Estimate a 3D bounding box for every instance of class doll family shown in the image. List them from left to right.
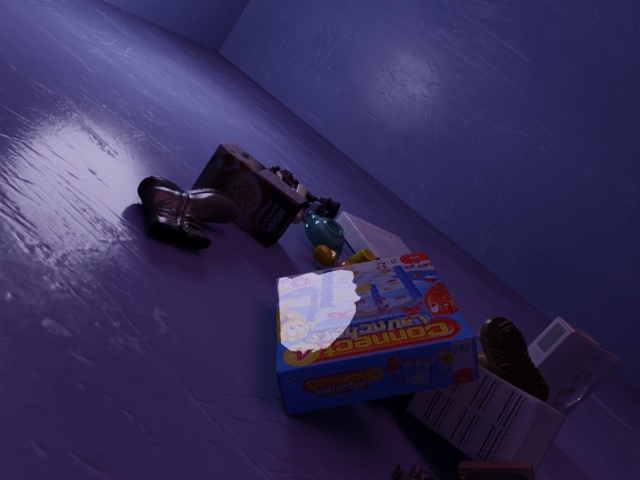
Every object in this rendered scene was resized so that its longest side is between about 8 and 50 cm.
[{"bbox_3d":[0.180,0.406,0.817,0.111,0.076,0.193,29,15,-10],"label":"doll family"}]

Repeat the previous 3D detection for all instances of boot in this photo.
[{"bbox_3d":[-0.260,-0.037,1.129,0.247,0.083,0.161,12,36,-43],"label":"boot"},{"bbox_3d":[0.358,0.267,1.236,0.236,0.089,0.269,60,-22,-11],"label":"boot"}]

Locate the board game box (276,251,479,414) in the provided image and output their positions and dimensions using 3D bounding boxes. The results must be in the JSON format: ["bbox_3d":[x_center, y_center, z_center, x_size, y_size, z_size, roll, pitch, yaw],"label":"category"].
[{"bbox_3d":[0.078,0.146,0.951,0.308,0.086,0.302,-11,24,-1],"label":"board game box"}]

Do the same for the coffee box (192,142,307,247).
[{"bbox_3d":[-0.177,-0.118,1.366,0.246,0.141,0.098,38,16,4],"label":"coffee box"}]

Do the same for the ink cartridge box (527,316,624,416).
[{"bbox_3d":[0.592,0.356,1.383,0.261,0.296,0.066,27,20,-33],"label":"ink cartridge box"}]

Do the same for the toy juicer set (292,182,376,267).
[{"bbox_3d":[0.000,0.000,1.524,0.329,0.089,0.209,46,30,0],"label":"toy juicer set"}]

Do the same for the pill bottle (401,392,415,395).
[{"bbox_3d":[0.190,0.244,1.122,0.265,0.153,0.153,17,26,-47],"label":"pill bottle"}]

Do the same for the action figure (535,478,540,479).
[{"bbox_3d":[0.407,0.503,1.041,0.232,0.063,0.137,33,20,-3],"label":"action figure"}]

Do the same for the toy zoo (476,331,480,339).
[{"bbox_3d":[0.678,0.417,1.851,0.293,0.030,0.192,46,19,27],"label":"toy zoo"}]

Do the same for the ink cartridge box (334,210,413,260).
[{"bbox_3d":[0.235,0.061,1.844,0.324,0.071,0.330,22,25,-42],"label":"ink cartridge box"}]

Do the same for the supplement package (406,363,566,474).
[{"bbox_3d":[0.314,0.327,1.019,0.203,0.149,0.194,28,-4,42],"label":"supplement package"}]

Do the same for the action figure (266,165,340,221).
[{"bbox_3d":[-0.080,-0.154,1.747,0.285,0.099,0.185,38,24,17],"label":"action figure"}]

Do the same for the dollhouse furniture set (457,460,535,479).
[{"bbox_3d":[0.283,0.434,0.815,0.123,0.144,0.151,-3,84,-65],"label":"dollhouse furniture set"}]
